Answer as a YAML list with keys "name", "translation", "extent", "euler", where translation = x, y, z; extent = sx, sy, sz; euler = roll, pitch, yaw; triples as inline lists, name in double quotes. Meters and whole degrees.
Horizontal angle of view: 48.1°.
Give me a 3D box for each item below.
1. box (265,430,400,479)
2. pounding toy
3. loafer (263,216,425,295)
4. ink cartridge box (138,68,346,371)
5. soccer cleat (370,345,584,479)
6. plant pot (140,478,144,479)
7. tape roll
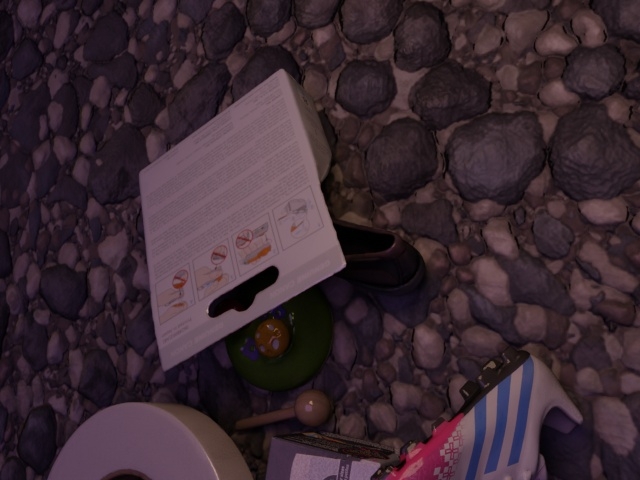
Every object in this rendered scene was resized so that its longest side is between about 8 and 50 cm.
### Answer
- name: "box"
  translation: [0.017, 0.388, 0.926]
  extent: [0.163, 0.142, 0.247]
  euler: [5, 83, 29]
- name: "pounding toy"
  translation: [-0.083, 0.155, 1.042]
  extent: [0.183, 0.110, 0.236]
  euler: [-12, 74, 26]
- name: "loafer"
  translation: [0.000, 0.000, 1.023]
  extent: [0.303, 0.095, 0.109]
  euler: [11, 62, 29]
- name: "ink cartridge box"
  translation: [-0.114, -0.029, 1.049]
  extent: [0.308, 0.091, 0.385]
  euler: [-31, 52, 18]
- name: "soccer cleat"
  translation: [0.172, 0.261, 0.815]
  extent: [0.331, 0.116, 0.143]
  euler: [-38, 76, -22]
- name: "plant pot"
  translation: [-0.299, 0.447, 1.107]
  extent: [0.109, 0.096, 0.109]
  euler: [43, 101, 27]
- name: "tape roll"
  translation: [-0.238, 0.413, 0.962]
  extent: [0.392, 0.072, 0.391]
  euler: [-9, 74, 33]
